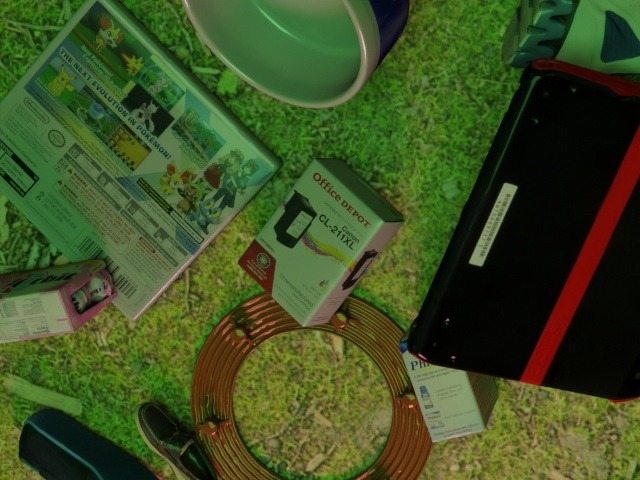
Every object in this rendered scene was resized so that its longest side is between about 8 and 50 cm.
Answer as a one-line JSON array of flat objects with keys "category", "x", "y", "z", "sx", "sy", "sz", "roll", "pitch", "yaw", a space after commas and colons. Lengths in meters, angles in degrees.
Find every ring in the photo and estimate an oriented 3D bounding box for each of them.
[{"category": "ring", "x": -0.015, "y": 0.225, "z": 1.875, "sx": 0.336, "sy": 0.032, "sz": 0.337, "roll": 3, "pitch": 103, "yaw": 12}]

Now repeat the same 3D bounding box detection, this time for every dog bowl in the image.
[{"category": "dog bowl", "x": -0.033, "y": -0.287, "z": 1.652, "sx": 0.265, "sy": 0.104, "sz": 0.265, "roll": 26, "pitch": 148, "yaw": 18}]

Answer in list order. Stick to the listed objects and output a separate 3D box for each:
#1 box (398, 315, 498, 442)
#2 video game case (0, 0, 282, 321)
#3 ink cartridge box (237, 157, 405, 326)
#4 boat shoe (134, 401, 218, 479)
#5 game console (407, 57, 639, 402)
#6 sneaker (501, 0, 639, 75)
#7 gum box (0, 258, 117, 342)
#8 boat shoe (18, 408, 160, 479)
[{"category": "box", "x": 0.161, "y": 0.162, "z": 1.771, "sx": 0.072, "sy": 0.126, "sz": 0.137, "roll": -16, "pitch": 98, "yaw": 18}, {"category": "video game case", "x": -0.263, "y": -0.108, "z": 1.857, "sx": 0.329, "sy": 0.036, "sz": 0.300, "roll": 45, "pitch": 108, "yaw": 1}, {"category": "ink cartridge box", "x": 0.000, "y": 0.000, "z": 1.785, "sx": 0.127, "sy": 0.072, "sz": 0.175, "roll": 43, "pitch": 109, "yaw": 18}, {"category": "boat shoe", "x": -0.189, "y": 0.275, "z": 1.910, "sx": 0.049, "sy": 0.056, "sz": 0.152, "roll": -27, "pitch": 106, "yaw": 43}, {"category": "game console", "x": 0.313, "y": 0.002, "z": 1.646, "sx": 0.342, "sy": 0.060, "sz": 0.387, "roll": 14, "pitch": 112, "yaw": -19}, {"category": "sneaker", "x": 0.350, "y": -0.291, "z": 1.602, "sx": 0.182, "sy": 0.127, "sz": 0.315, "roll": 18, "pitch": 141, "yaw": -11}, {"category": "gum box", "x": -0.369, "y": 0.080, "z": 1.861, "sx": 0.188, "sy": 0.107, "sz": 0.062, "roll": -9, "pitch": 109, "yaw": 28}, {"category": "boat shoe", "x": -0.301, "y": 0.332, "z": 1.943, "sx": 0.258, "sy": 0.109, "sz": 0.089, "roll": 37, "pitch": 116, "yaw": 20}]
